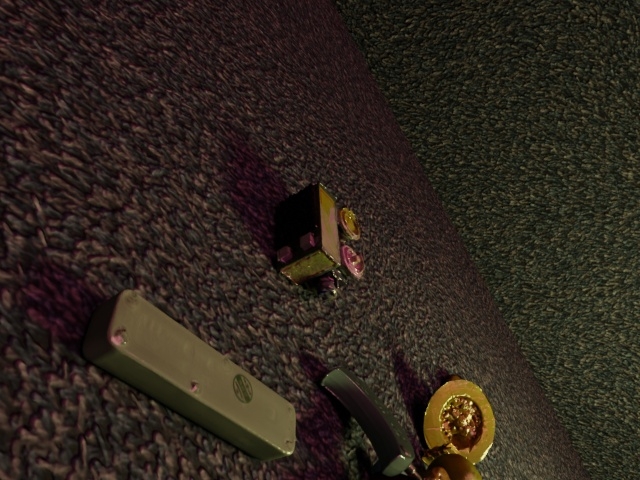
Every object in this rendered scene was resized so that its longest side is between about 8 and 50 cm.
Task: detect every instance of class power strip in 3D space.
[{"bbox_3d":[-0.158,0.208,0.828,0.385,0.062,0.091,46,28,-35],"label":"power strip"},{"bbox_3d":[0.107,0.358,1.136,0.253,0.054,0.167,49,8,30],"label":"power strip"}]

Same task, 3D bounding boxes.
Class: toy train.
[{"bbox_3d":[0.000,0.000,1.288,0.177,0.134,0.261,44,29,-37],"label":"toy train"}]

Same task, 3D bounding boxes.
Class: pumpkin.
[{"bbox_3d":[0.346,0.470,1.537,0.217,0.217,0.110,64,-18,1],"label":"pumpkin"}]

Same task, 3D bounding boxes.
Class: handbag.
[{"bbox_3d":[0.293,0.520,1.424,0.061,0.083,0.027,50,26,-24],"label":"handbag"}]

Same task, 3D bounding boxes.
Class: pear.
[{"bbox_3d":[0.294,0.556,1.339,0.104,0.141,0.141,31,36,-26],"label":"pear"}]

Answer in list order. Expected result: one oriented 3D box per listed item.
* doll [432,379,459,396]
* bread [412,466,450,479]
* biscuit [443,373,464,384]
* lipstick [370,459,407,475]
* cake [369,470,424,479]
[{"bbox_3d":[0.381,0.470,1.648,0.158,0.059,0.159,49,52,-2],"label":"doll"},{"bbox_3d":[0.268,0.669,1.194,0.185,0.109,0.380,-5,68,-58],"label":"bread"},{"bbox_3d":[0.434,0.510,1.783,0.226,0.042,0.226,46,28,-34],"label":"biscuit"},{"bbox_3d":[0.170,0.494,1.155,0.158,0.048,0.048,42,15,22],"label":"lipstick"},{"bbox_3d":[0.152,0.525,1.027,0.207,0.185,0.178,19,85,-61],"label":"cake"}]
